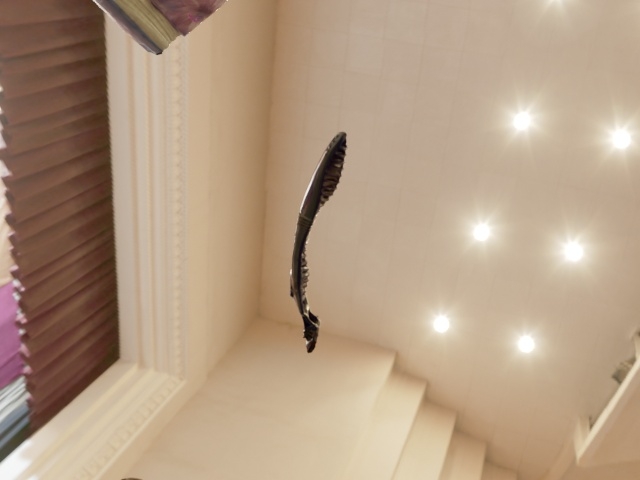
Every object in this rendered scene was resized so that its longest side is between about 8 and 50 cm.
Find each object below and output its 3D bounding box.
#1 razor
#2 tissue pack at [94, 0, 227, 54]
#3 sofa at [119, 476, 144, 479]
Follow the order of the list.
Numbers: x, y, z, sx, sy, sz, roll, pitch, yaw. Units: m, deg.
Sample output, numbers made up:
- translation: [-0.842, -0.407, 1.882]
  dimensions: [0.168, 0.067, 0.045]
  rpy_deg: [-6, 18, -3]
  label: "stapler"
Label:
- translation: [-0.005, 0.000, 0.469]
  dimensions: [0.028, 0.044, 0.154]
  rpy_deg: [8, -73, 1]
  label: "razor"
- translation: [-0.237, -0.362, 0.738]
  dimensions: [0.146, 0.263, 0.198]
  rpy_deg: [-36, -113, 4]
  label: "tissue pack"
- translation: [-0.166, 0.225, 0.329]
  dimensions: [0.200, 0.258, 0.181]
  rpy_deg: [24, -63, 49]
  label: "sofa"
